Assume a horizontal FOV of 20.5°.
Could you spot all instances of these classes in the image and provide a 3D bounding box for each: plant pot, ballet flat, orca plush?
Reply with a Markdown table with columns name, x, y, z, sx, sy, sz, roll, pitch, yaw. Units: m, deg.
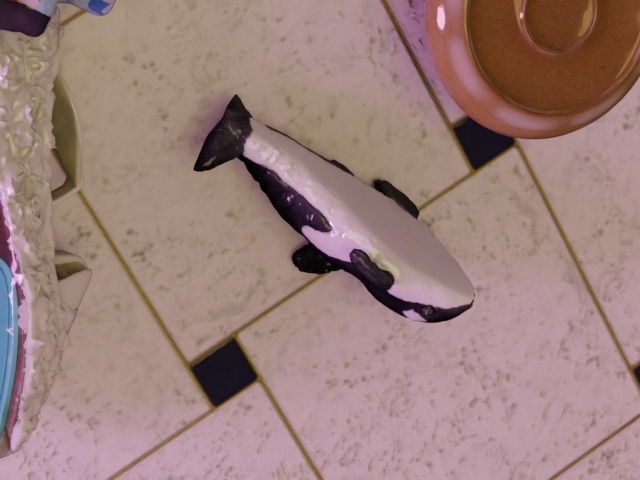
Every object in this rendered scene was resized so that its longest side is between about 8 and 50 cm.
| name | x | y | z | sx | sy | sz | roll | pitch | yaw |
| --- | --- | --- | --- | --- | --- | --- | --- | --- | --- |
| plant pot | 0.206 | -0.203 | 1.561 | 0.236 | 0.032 | 0.236 | -5 | 104 | -21 |
| ballet flat | -0.251 | -0.013 | 1.478 | 0.147 | 0.147 | 0.409 | -5 | 103 | -20 |
| orca plush | 0.000 | 0.000 | 1.594 | 0.287 | 0.151 | 0.102 | 28 | 123 | -27 |

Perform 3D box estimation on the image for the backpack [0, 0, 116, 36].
| name | x | y | z | sx | sy | sz | roll | pitch | yaw |
| --- | --- | --- | --- | --- | --- | --- | --- | --- | --- |
| backpack | -0.227 | -0.301 | 1.343 | 0.191 | 0.225 | 0.253 | 3 | 117 | -36 |

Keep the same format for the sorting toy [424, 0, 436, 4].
| name | x | y | z | sx | sy | sz | roll | pitch | yaw |
| --- | --- | --- | --- | --- | --- | --- | --- | --- | --- |
| sorting toy | 0.195 | -0.285 | 1.603 | 0.257 | 0.089 | 0.255 | -48 | 114 | -5 |
